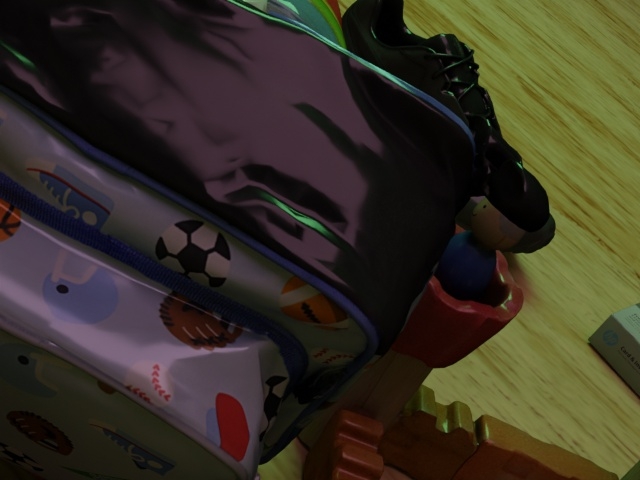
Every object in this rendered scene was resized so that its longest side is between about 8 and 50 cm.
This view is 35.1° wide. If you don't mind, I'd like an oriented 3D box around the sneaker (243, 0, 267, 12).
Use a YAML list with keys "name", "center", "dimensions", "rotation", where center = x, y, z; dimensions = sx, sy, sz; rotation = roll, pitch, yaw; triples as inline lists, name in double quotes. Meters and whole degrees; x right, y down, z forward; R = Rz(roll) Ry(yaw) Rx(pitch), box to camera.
- name: "sneaker"
  center: [-0.175, -0.098, 0.597]
  dimensions: [0.282, 0.161, 0.102]
  rotation: [3, 27, -4]

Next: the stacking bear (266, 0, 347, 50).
- name: "stacking bear"
  center: [-0.052, -0.135, 0.779]
  dimensions: [0.175, 0.164, 0.289]
  rotation: [29, 29, -7]

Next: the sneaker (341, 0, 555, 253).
- name: "sneaker"
  center: [0.103, -0.106, 0.886]
  dimensions: [0.286, 0.130, 0.109]
  rotation: [45, 33, 15]

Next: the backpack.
- name: "backpack"
  center: [-0.086, 0.007, 0.462]
  dimensions: [0.276, 0.263, 0.213]
  rotation: [34, 67, 2]

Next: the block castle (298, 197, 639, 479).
- name: "block castle"
  center: [0.142, 0.192, 0.447]
  dimensions: [0.303, 0.213, 0.453]
  rotation: [25, 31, -12]

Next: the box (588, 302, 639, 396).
- name: "box"
  center: [0.338, 0.111, 0.889]
  dimensions: [0.186, 0.038, 0.145]
  rotation: [-10, 52, -47]
